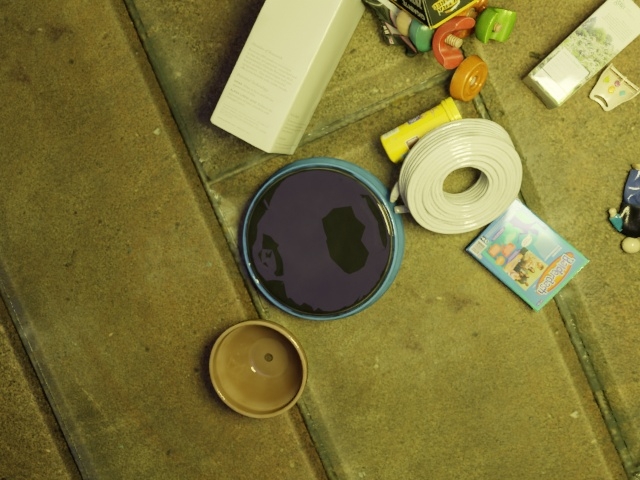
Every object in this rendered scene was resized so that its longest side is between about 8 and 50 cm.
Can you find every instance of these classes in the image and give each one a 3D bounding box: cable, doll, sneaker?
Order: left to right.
[{"bbox_3d":[0.159,-0.463,1.303,0.178,0.072,0.077,35,113,-15],"label":"sneaker"},{"bbox_3d":[0.294,-0.131,1.266,0.257,0.089,0.257,4,128,-10],"label":"cable"},{"bbox_3d":[0.682,-0.063,1.275,0.129,0.046,0.189,12,99,11],"label":"doll"}]

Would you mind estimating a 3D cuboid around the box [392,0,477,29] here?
[{"bbox_3d":[0.280,-0.571,1.172,0.322,0.257,0.079,-33,134,0],"label":"box"}]

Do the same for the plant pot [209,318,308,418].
[{"bbox_3d":[-0.140,0.297,1.452,0.237,0.110,0.237,1,97,10],"label":"plant pot"}]

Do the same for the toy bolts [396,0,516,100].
[{"bbox_3d":[0.259,-0.417,1.255,0.158,0.228,0.218,39,127,31],"label":"toy bolts"}]

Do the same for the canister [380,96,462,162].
[{"bbox_3d":[0.223,-0.235,1.307,0.170,0.126,0.073,-27,88,15],"label":"canister"}]

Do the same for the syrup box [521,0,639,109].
[{"bbox_3d":[0.544,-0.389,1.238,0.237,0.096,0.093,-44,89,13],"label":"syrup box"}]

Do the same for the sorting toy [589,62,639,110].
[{"bbox_3d":[0.613,-0.316,1.263,0.083,0.045,0.075,43,110,3],"label":"sorting toy"}]

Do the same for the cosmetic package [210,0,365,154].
[{"bbox_3d":[-0.063,-0.389,1.302,0.156,0.217,0.385,28,100,7],"label":"cosmetic package"}]

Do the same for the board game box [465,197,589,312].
[{"bbox_3d":[0.455,0.030,1.331,0.210,0.047,0.160,42,102,4],"label":"board game box"}]

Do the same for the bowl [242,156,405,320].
[{"bbox_3d":[0.000,0.000,1.405,0.391,0.077,0.391,1,97,11],"label":"bowl"}]
